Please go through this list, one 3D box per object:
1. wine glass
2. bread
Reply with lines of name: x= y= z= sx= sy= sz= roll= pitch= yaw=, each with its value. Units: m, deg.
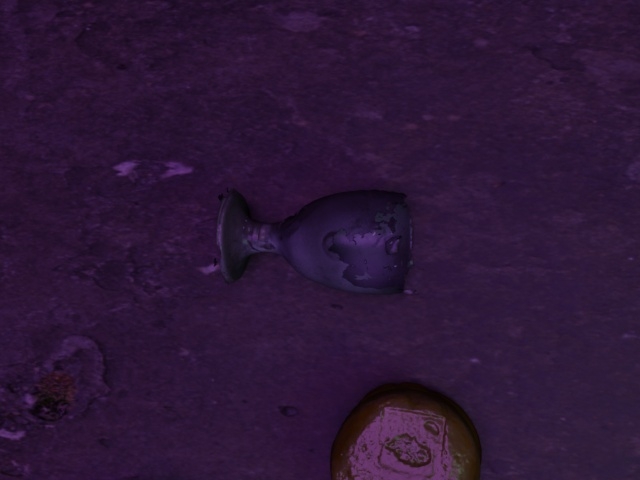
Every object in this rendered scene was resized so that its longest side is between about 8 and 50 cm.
wine glass: x=-0.001 y=-0.002 z=1.290 sx=0.357 sy=0.190 sz=0.190 roll=4 pitch=86 yaw=15
bread: x=0.147 y=0.384 z=1.249 sx=0.270 sy=0.148 sz=0.269 roll=0 pitch=85 yaw=5
